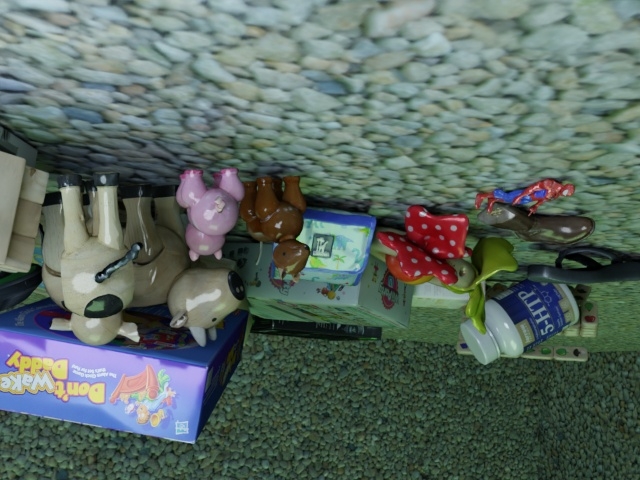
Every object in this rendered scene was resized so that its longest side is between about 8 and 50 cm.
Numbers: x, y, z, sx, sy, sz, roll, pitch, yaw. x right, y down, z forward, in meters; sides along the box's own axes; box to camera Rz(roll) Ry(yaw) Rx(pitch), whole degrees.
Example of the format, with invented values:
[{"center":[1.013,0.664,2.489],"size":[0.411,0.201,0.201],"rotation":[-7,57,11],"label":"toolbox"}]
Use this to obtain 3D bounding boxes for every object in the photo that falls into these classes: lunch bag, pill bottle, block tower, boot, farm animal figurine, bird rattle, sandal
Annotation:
[{"center":[0.000,0.000,0.919],"size":[0.129,0.096,0.151],"rotation":[5,154,-5],"label":"lunch bag"},{"center":[0.352,0.142,1.226],"size":[0.187,0.112,0.112],"rotation":[-28,170,-7],"label":"pill bottle"},{"center":[-0.379,-0.017,0.640],"size":[0.335,0.097,0.091],"rotation":[-2,165,40],"label":"block tower"},{"center":[0.265,-0.024,0.846],"size":[0.114,0.037,0.106],"rotation":[21,158,-41],"label":"boot"},{"center":[-0.174,0.027,0.701],"size":[0.327,0.172,0.330],"rotation":[-3,-178,35],"label":"farm animal figurine"},{"center":[0.146,0.034,0.955],"size":[0.253,0.143,0.207],"rotation":[18,177,-41],"label":"bird rattle"},{"center":[0.425,0.037,1.066],"size":[0.255,0.054,0.097],"rotation":[-1,178,-24],"label":"sandal"}]

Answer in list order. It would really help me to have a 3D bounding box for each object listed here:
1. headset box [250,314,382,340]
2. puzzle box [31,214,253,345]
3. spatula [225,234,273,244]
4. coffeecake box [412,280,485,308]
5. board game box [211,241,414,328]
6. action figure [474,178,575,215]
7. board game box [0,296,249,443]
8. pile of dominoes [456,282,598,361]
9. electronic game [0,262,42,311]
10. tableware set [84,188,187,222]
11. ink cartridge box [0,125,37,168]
[{"center":[-0.026,0.149,1.527],"size":[0.283,0.131,0.246],"rotation":[10,168,-28],"label":"headset box"},{"center":[-0.319,0.061,1.090],"size":[0.409,0.052,0.272],"rotation":[13,156,7],"label":"puzzle box"},{"center":[-0.082,0.027,1.236],"size":[0.168,0.019,0.242],"rotation":[4,168,-3],"label":"spatula"},{"center":[0.207,0.087,1.303],"size":[0.186,0.068,0.142],"rotation":[4,167,2],"label":"coffeecake box"},{"center":[-0.022,0.079,1.171],"size":[0.303,0.097,0.224],"rotation":[2,165,28],"label":"board game box"},{"center":[0.227,-0.048,0.758],"size":[0.038,0.030,0.115],"rotation":[19,160,-36],"label":"action figure"},{"center":[-0.224,0.126,0.820],"size":[0.233,0.078,0.347],"rotation":[10,-177,0],"label":"board game box"},{"center":[0.396,0.139,1.316],"size":[0.251,0.196,0.040],"rotation":[1,131,17],"label":"pile of dominoes"},{"center":[-0.424,0.060,0.754],"size":[0.229,0.048,0.229],"rotation":[-8,-171,1],"label":"electronic game"},{"center":[-0.243,-0.026,0.985],"size":[0.194,0.039,0.128],"rotation":[15,164,-43],"label":"tableware set"},{"center":[-0.364,-0.084,0.692],"size":[0.104,0.060,0.180],"rotation":[3,168,7],"label":"ink cartridge box"}]
